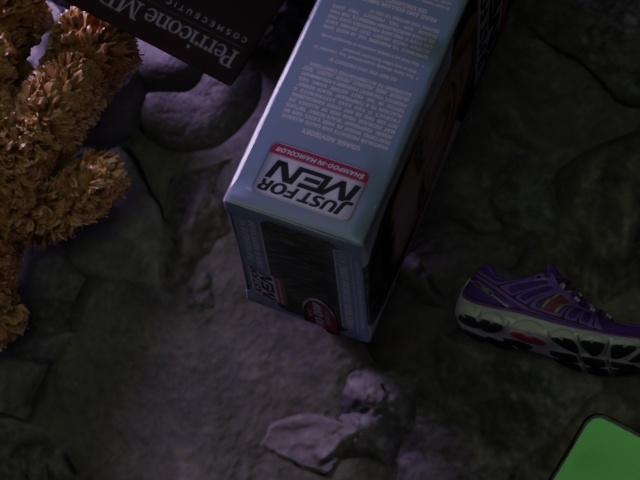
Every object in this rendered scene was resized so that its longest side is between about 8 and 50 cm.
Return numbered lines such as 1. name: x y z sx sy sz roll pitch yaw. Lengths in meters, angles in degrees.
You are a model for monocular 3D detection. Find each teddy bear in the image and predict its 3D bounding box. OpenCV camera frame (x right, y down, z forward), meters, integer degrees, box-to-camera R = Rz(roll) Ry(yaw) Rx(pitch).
1. teddy bear: -0.283 -0.075 1.459 0.245 0.113 0.338 41 77 -7

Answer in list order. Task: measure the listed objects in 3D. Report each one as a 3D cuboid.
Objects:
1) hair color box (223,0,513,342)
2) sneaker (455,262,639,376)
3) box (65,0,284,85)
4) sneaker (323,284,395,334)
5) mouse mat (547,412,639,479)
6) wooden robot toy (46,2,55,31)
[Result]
1. hair color box: 0.054 -0.131 1.338 0.113 0.185 0.374 19 68 12
2. sneaker: 0.190 0.055 1.332 0.169 0.068 0.071 16 69 21
3. box: -0.064 -0.341 1.386 0.381 0.191 0.143 -57 23 21
4. sneaker: 0.000 0.000 1.416 0.075 0.057 0.161 -28 63 -15
5. mouse mat: 0.223 0.241 1.285 0.152 0.007 0.190 29 78 23
6. wooden robot toy: -0.333 -0.182 1.564 0.173 0.076 0.079 -39 54 -2
